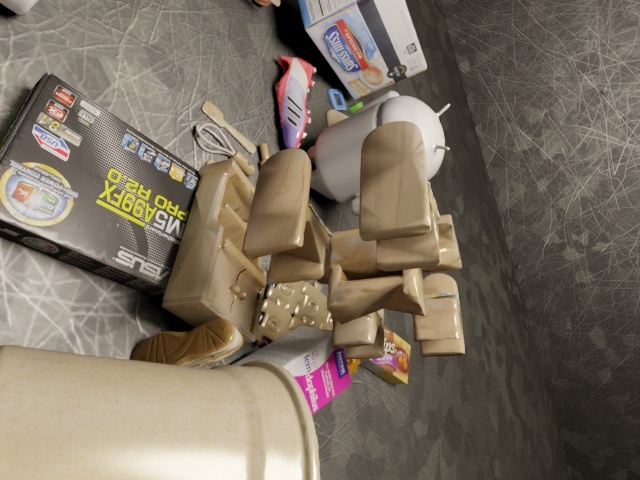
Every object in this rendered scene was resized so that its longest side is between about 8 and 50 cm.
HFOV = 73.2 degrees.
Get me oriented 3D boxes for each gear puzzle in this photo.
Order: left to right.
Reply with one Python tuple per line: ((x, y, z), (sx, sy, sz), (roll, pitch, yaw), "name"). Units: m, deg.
((-0.014, 0.195, 0.931), (0.339, 0.044, 0.176), (41, 56, -36), "gear puzzle")

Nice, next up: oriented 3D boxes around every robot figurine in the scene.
((0.129, -0.201, 0.988), (0.199, 0.353, 0.300), (21, 63, -47), "robot figurine")

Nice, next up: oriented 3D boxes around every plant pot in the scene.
((-0.223, 0.258, 0.455), (0.305, 0.333, 0.334), (27, 57, -31), "plant pot")

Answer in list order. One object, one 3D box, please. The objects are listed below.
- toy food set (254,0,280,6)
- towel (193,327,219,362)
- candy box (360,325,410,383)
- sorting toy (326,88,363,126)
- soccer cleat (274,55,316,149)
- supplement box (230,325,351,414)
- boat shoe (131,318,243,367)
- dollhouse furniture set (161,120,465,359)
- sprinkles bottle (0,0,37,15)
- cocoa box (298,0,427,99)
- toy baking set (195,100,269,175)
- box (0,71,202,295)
((-0.146, -0.626, 1.026), (0.128, 0.071, 0.218), (20, 58, -21), "toy food set")
((-0.194, 0.167, 0.737), (0.060, 0.009, 0.083), (14, 67, -48), "towel")
((0.165, 0.291, 1.121), (0.186, 0.053, 0.109), (42, 48, -38), "candy box")
((0.104, -0.271, 1.234), (0.196, 0.047, 0.348), (0, 79, -52), "sorting toy")
((-0.071, -0.324, 1.017), (0.095, 0.083, 0.248), (14, 70, -17), "soccer cleat")
((-0.063, 0.248, 0.762), (0.220, 0.113, 0.111), (-22, 103, -45), "supplement box")
((-0.191, 0.162, 0.627), (0.059, 0.170, 0.063), (55, 23, -55), "boat shoe")
((0.000, 0.000, 0.656), (0.362, 0.393, 0.257), (55, 32, -50), "dollhouse furniture set")
((-0.483, -0.423, 0.472), (0.355, 0.121, 0.121), (32, 54, -42), "sprinkles bottle")
((0.106, -0.575, 1.109), (0.347, 0.227, 0.232), (25, 50, -64), "cocoa box")
((-0.162, -0.149, 0.866), (0.196, 0.030, 0.256), (5, 75, -51), "toy baking set")
((-0.311, -0.068, 0.623), (0.270, 0.060, 0.216), (35, 51, -41), "box")
